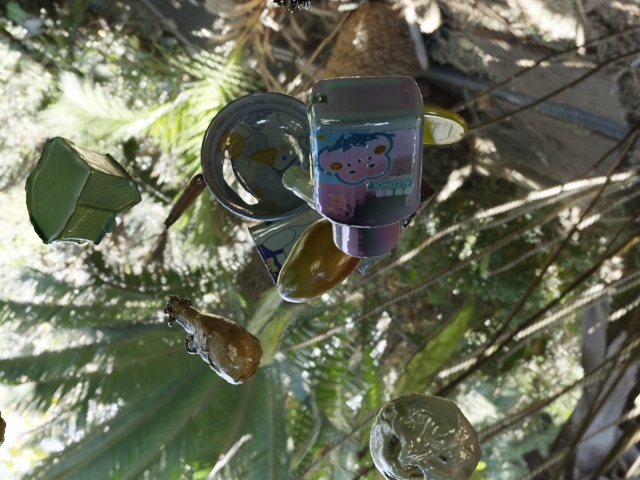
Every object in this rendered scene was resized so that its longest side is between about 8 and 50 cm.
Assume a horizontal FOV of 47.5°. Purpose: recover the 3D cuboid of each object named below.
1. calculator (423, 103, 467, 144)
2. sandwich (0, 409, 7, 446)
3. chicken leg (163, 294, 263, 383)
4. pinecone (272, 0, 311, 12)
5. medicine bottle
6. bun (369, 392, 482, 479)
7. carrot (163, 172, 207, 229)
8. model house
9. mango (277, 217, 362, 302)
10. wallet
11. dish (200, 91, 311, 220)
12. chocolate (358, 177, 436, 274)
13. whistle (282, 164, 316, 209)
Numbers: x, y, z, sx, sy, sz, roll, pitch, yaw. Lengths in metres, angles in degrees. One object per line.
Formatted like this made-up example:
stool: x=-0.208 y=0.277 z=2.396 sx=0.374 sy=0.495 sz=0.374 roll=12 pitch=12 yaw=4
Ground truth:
calculator: x=0.241 y=-0.286 z=1.785 sx=0.234 sy=0.032 sz=0.146 roll=8 pitch=156 yaw=2
sandwich: x=-0.596 y=0.287 z=1.034 sx=0.226 sy=0.251 sz=0.087 roll=24 pitch=-138 yaw=-35
chicken leg: x=-0.176 y=0.157 z=1.184 sx=0.207 sy=0.085 sz=0.101 roll=32 pitch=169 yaw=29
pinecone: x=-0.064 y=-0.514 z=1.454 sx=0.109 sy=0.102 sz=0.102 roll=19 pitch=-172 yaw=-25
medicine bottle: x=0.049 y=-0.076 z=0.793 sx=0.094 sy=0.119 sz=0.188 roll=-91 pitch=-2 yaw=-50
bun: x=0.199 y=0.412 z=1.433 sx=0.231 sy=0.231 sz=0.133 roll=36 pitch=-150 yaw=-5
carrot: x=-0.368 y=-0.105 z=1.963 sx=0.047 sy=0.191 sz=0.047 roll=38 pitch=-162 yaw=-15
model house: x=-0.531 y=-0.096 z=1.647 sx=0.195 sy=0.214 sz=0.189 roll=37 pitch=-166 yaw=34
mango: x=0.004 y=0.039 z=1.498 sx=0.151 sy=0.221 sz=0.120 roll=-5 pitch=129 yaw=52
wallet: x=0.000 y=0.000 z=1.833 sx=0.077 sy=0.309 sz=0.223 roll=-108 pitch=-5 yaw=-65
dish: x=-0.113 y=-0.165 z=1.556 sx=0.273 sy=0.273 sz=0.134 roll=36 pitch=171 yaw=4
chocolate: x=0.190 y=-0.051 z=1.971 sx=0.112 sy=0.321 sz=0.112 roll=46 pitch=-140 yaw=15
whistle: x=0.025 y=-0.062 z=1.328 sx=0.258 sy=0.067 sz=0.126 roll=32 pitch=-160 yaw=-47
